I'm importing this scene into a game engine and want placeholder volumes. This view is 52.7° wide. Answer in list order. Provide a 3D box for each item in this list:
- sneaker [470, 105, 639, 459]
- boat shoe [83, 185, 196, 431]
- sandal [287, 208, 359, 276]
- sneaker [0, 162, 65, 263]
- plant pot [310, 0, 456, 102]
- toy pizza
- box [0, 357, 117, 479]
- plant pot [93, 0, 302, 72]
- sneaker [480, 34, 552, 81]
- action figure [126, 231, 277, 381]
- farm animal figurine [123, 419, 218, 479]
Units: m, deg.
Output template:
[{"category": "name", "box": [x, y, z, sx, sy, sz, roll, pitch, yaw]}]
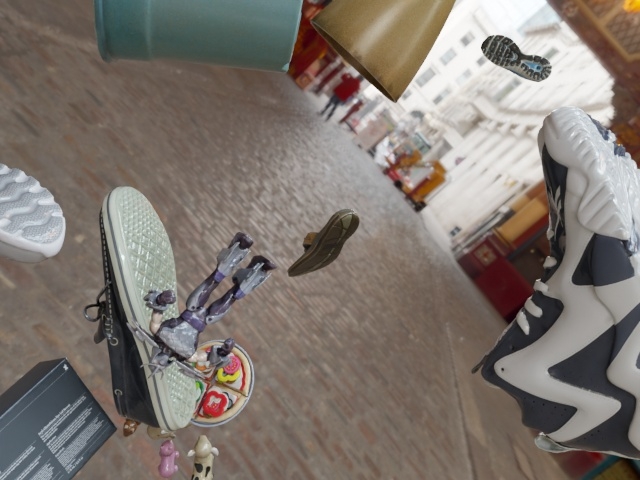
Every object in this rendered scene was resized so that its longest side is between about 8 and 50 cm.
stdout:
[{"category": "sneaker", "box": [0.157, 0.041, 0.443, 0.094, 0.153, 0.235, -24, 91, -52]}, {"category": "boat shoe", "box": [-0.368, 0.144, 1.266, 0.187, 0.156, 0.500, -53, 137, -69]}, {"category": "sandal", "box": [0.000, 0.000, 1.297, 0.090, 0.219, 0.060, -6, 56, -35]}, {"category": "sneaker", "box": [-0.400, -0.027, 0.706, 0.281, 0.115, 0.105, 20, 27, 14]}, {"category": "plant pot", "box": [0.148, -0.448, 1.278, 0.237, 0.254, 0.237, 41, 10, -9]}, {"category": "toy pizza", "box": [-0.249, 0.322, 1.475, 0.201, 0.201, 0.032, 55, -1, 31]}, {"category": "box", "box": [-0.529, 0.368, 1.169, 0.261, 0.103, 0.184, -49, 121, -49]}, {"category": "plant pot", "box": [-0.200, -0.460, 1.171, 0.334, 0.341, 0.341, 10, 20, -8]}, {"category": "sneaker", "box": [0.418, -0.384, 1.397, 0.162, 0.063, 0.073, 35, 3, 12]}, {"category": "action figure", "box": [-0.203, 0.120, 1.105, 0.185, 0.285, 0.099, 46, -15, -25]}, {"category": "farm animal figurine", "box": [-0.357, 0.484, 1.707, 0.330, 0.327, 0.172, 40, -7, 2]}]
